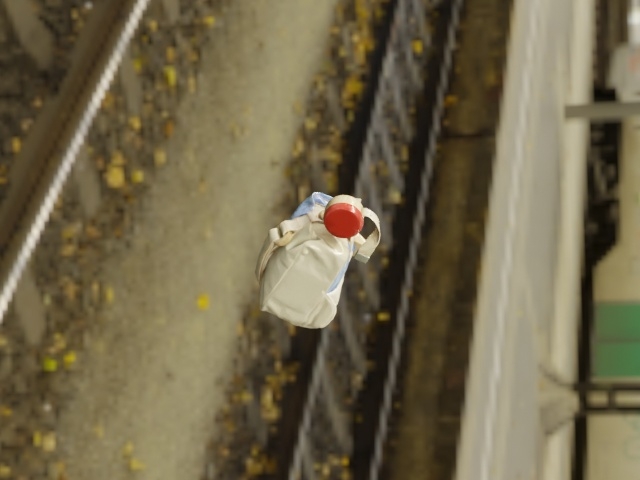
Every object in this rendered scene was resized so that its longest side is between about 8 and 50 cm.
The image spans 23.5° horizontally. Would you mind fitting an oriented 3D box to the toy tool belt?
[{"bbox_3d":[0.000,0.000,0.766,0.083,0.052,0.051,-59,-171,35],"label":"toy tool belt"}]
